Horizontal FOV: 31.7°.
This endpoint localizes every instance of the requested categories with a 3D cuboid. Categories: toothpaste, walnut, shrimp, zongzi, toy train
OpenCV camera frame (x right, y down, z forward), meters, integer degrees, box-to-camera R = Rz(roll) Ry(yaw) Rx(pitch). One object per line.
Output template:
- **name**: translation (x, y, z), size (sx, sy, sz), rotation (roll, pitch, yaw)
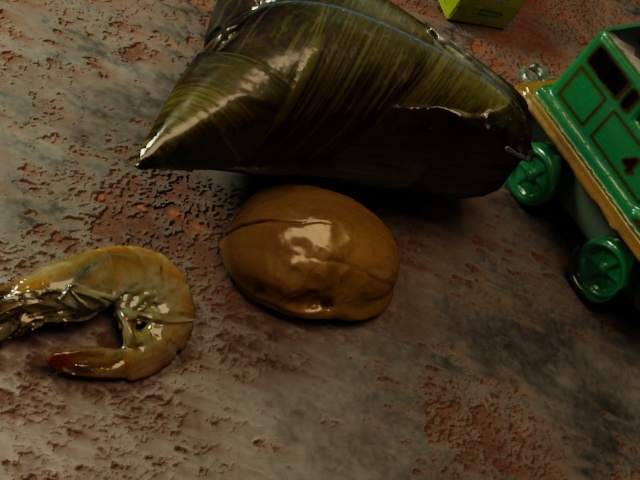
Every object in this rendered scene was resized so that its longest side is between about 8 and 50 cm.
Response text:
- **toothpaste**: translation (0.203, -0.466, 1.712), size (0.110, 0.077, 0.327), rotation (3, 53, -31)
- **walnut**: translation (0.002, -0.001, 1.203), size (0.211, 0.087, 0.167), rotation (9, 46, -24)
- **shrimp**: translation (-0.217, 0.075, 1.050), size (0.236, 0.053, 0.133), rotation (-13, 82, -41)
- **zongzi**: translation (0.032, -0.107, 1.206), size (0.403, 0.208, 0.432), rotation (30, 38, -7)
- **toy train**: translation (0.396, -0.089, 1.388), size (0.178, 0.249, 0.429), rotation (-13, 61, -37)
